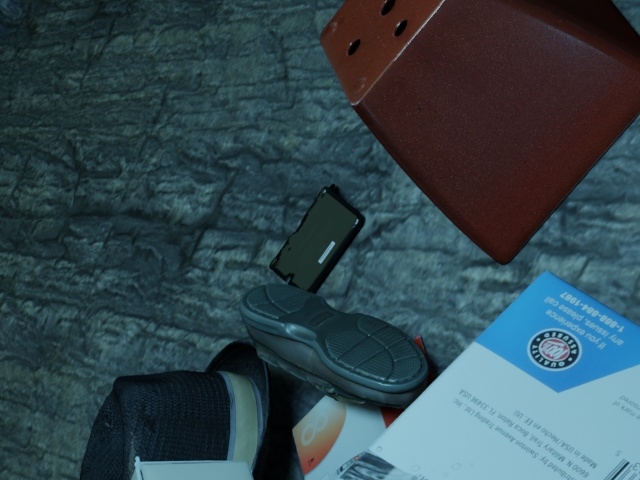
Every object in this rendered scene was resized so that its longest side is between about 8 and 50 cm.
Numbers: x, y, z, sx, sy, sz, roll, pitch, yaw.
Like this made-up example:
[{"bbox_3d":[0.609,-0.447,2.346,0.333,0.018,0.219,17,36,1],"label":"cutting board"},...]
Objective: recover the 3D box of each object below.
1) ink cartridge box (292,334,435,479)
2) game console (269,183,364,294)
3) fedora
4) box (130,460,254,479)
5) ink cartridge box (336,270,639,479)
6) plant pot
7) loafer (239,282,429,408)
[{"bbox_3d":[0.048,0.195,2.073,0.179,0.045,0.145,-50,29,22],"label":"ink cartridge box"},{"bbox_3d":[0.000,0.000,2.381,0.107,0.071,0.122,40,100,32],"label":"game console"},{"bbox_3d":[-0.176,0.243,2.222,0.334,0.152,0.334,-54,25,39],"label":"fedora"},{"bbox_3d":[-0.154,0.371,2.004,0.311,0.121,0.148,115,148,-43],"label":"box"},{"bbox_3d":[0.155,0.257,1.470,0.395,0.166,0.285,-43,49,-16],"label":"ink cartridge box"},{"bbox_3d":[0.154,-0.186,2.066,0.267,0.235,0.267,-51,28,17],"label":"plant pot"},{"bbox_3d":[0.019,0.126,2.106,0.096,0.084,0.267,-27,36,-32],"label":"loafer"}]
